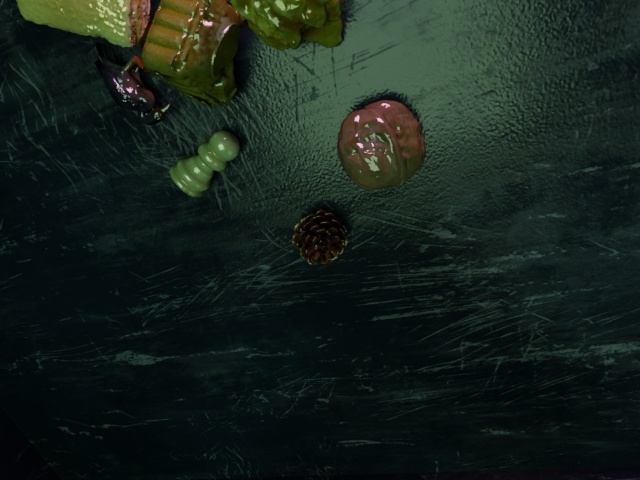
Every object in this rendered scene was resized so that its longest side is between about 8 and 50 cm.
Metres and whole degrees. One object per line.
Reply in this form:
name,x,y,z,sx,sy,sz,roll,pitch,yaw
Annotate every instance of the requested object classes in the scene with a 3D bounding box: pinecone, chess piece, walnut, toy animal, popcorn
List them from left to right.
toy animal,-0.621,-0.521,1.380,0.298,0.122,0.185,35,118,-6
chess piece,-0.385,-0.279,1.460,0.251,0.144,0.144,-36,105,19
popcorn,-0.093,-0.641,1.128,0.326,0.290,0.321,-3,125,45
pinecone,0.000,0.000,1.486,0.208,0.207,0.207,5,118,9
walnut,0.181,-0.282,1.280,0.273,0.273,0.227,48,148,-14

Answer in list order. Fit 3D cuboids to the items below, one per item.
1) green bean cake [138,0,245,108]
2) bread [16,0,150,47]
green bean cake,-0.331,-0.571,1.241,0.202,0.285,0.309,29,97,22
bread,-0.707,-0.745,1.258,0.376,0.165,0.236,17,123,2
